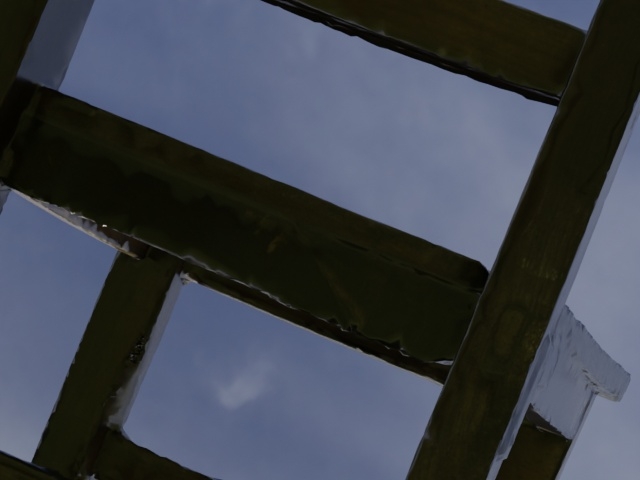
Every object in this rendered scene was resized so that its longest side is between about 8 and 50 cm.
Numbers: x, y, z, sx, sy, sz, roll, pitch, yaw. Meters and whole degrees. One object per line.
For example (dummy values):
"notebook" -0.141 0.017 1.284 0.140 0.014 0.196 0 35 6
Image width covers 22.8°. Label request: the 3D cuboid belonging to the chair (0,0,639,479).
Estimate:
"chair" 0.000 0.000 0.511 0.203 0.240 0.416 22 -95 16
